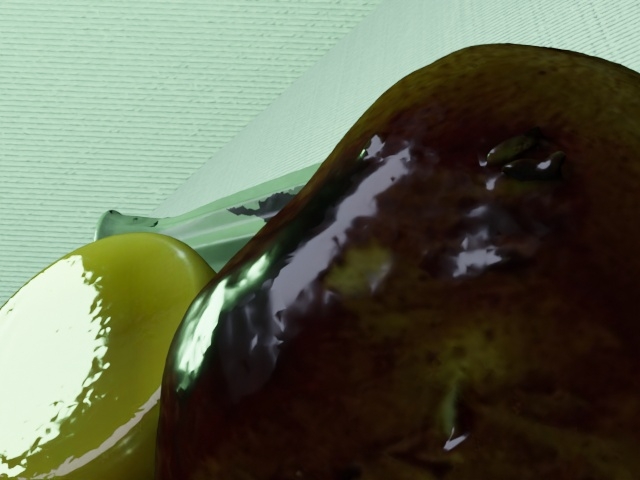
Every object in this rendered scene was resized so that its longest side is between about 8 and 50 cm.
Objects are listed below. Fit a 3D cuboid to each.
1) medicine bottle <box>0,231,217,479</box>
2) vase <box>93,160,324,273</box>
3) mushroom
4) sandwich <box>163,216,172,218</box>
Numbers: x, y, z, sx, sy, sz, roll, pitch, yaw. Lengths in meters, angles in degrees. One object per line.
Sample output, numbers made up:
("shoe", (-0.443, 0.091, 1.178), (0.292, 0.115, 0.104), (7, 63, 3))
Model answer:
("medicine bottle", (-0.126, 0.151, 1.236), (0.238, 0.232, 0.238), (-21, 42, 21))
("vase", (0.000, 0.000, 1.332), (0.360, 0.165, 0.165), (-9, 24, 13))
("mushroom", (0.087, 0.067, 0.819), (0.345, 0.345, 0.259), (-44, -11, 6))
("sandwich", (-0.103, 0.138, 1.487), (0.162, 0.250, 0.301), (14, 62, 25))
